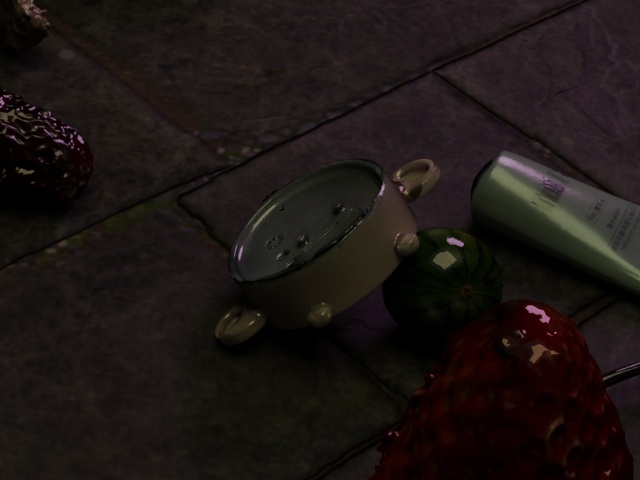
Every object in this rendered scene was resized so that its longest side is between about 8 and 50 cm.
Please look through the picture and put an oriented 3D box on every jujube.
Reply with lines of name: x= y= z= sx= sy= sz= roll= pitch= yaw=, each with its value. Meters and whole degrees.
jujube: x=-0.278 y=-0.084 z=1.610 sx=0.166 sy=0.104 sz=0.104 roll=15 pitch=40 yaw=-9

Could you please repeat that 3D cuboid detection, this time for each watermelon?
watermelon: x=0.097 y=0.038 z=1.506 sx=0.109 sy=0.109 sz=0.109 roll=3 pitch=41 yaw=-3

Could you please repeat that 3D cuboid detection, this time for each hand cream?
hand cream: x=0.279 y=0.008 z=1.596 sx=0.321 sy=0.067 sz=0.109 roll=23 pitch=44 yaw=12

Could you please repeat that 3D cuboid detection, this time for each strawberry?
strawberry: x=0.126 y=0.146 z=1.270 sx=0.205 sy=0.244 sz=0.205 roll=2 pitch=40 yaw=-1

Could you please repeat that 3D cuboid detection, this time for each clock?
clock: x=0.000 y=0.000 z=1.501 sx=0.229 sy=0.063 sz=0.155 roll=-40 pitch=24 yaw=-5

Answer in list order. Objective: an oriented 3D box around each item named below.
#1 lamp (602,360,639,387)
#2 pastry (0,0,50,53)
lamp: x=0.299 y=0.069 z=1.473 sx=0.371 sy=0.108 sz=0.130 roll=-5 pitch=40 yaw=-8
pastry: x=-0.394 y=-0.210 z=1.727 sx=0.265 sy=0.103 sz=0.112 roll=-7 pitch=60 yaw=-24
